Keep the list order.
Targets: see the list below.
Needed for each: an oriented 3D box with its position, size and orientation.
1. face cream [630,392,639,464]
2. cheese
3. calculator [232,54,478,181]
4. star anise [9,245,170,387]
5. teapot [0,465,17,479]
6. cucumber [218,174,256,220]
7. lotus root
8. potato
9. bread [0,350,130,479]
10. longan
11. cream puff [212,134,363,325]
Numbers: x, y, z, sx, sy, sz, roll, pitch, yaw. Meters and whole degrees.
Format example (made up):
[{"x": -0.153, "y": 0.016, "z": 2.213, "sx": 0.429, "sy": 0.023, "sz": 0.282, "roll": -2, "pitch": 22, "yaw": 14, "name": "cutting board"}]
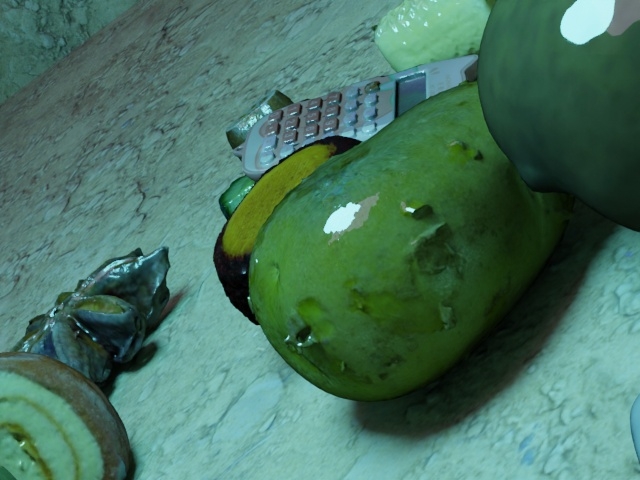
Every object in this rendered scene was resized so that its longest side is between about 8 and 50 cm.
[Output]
[{"x": 0.345, "y": 0.081, "z": 1.038, "sx": 0.291, "sy": 0.071, "sz": 0.144, "roll": -34, "pitch": 22, "yaw": 21, "name": "face cream"}, {"x": 0.165, "y": -0.282, "z": 2.032, "sx": 0.167, "sy": 0.123, "sz": 0.094, "roll": -32, "pitch": 6, "yaw": 31, "name": "cheese"}, {"x": 0.047, "y": -0.147, "z": 1.948, "sx": 0.329, "sy": 0.048, "sz": 0.220, "roll": -13, "pitch": 28, "yaw": 11, "name": "calculator"}, {"x": -0.321, "y": 0.132, "z": 2.102, "sx": 0.331, "sy": 0.117, "sz": 0.332, "roll": -38, "pitch": 12, "yaw": 9, "name": "star anise"}, {"x": -0.416, "y": 0.359, "z": 1.589, "sx": 0.239, "sy": 0.239, "sz": 0.321, "roll": -38, "pitch": 25, "yaw": 23, "name": "teapot"}, {"x": -0.065, "y": -0.032, "z": 1.974, "sx": 0.116, "sy": 0.115, "sz": 0.062, "roll": -37, "pitch": 18, "yaw": -19, "name": "cucumber"}, {"x": -0.083, "y": -0.165, "z": 2.327, "sx": 0.122, "sy": 0.081, "sz": 0.112, "roll": -39, "pitch": 13, "yaw": 9, "name": "lotus root"}, {"x": 0.100, "y": -0.011, "z": 1.462, "sx": 0.359, "sy": 0.219, "sz": 0.270, "roll": -40, "pitch": 21, "yaw": -10, "name": "potato"}, {"x": -0.333, "y": 0.227, "z": 1.778, "sx": 0.190, "sy": 0.244, "sz": 0.123, "roll": -41, "pitch": 8, "yaw": -9, "name": "bread"}, {"x": 0.292, "y": -0.144, "z": 1.298, "sx": 0.350, "sy": 0.288, "sz": 0.288, "roll": 21, "pitch": 63, "yaw": 47, "name": "longan"}, {"x": 0.000, "y": 0.000, "z": 1.699, "sx": 0.239, "sy": 0.165, "sz": 0.239, "roll": -37, "pitch": 24, "yaw": 19, "name": "cream puff"}]
